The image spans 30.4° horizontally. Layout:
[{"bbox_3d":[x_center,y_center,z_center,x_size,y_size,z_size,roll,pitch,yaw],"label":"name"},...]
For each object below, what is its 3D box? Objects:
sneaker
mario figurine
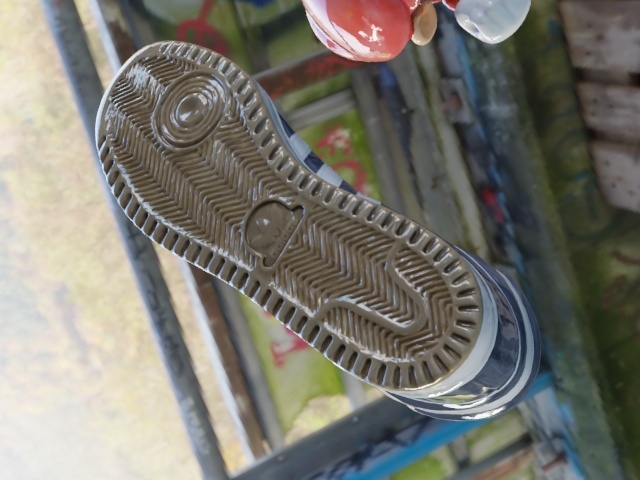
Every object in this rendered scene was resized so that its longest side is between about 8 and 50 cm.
[{"bbox_3d":[0.000,0.000,0.645,0.282,0.099,0.153,39,-175,33],"label":"sneaker"},{"bbox_3d":[0.108,-0.264,1.002,0.198,0.320,0.170,6,119,40],"label":"mario figurine"}]
